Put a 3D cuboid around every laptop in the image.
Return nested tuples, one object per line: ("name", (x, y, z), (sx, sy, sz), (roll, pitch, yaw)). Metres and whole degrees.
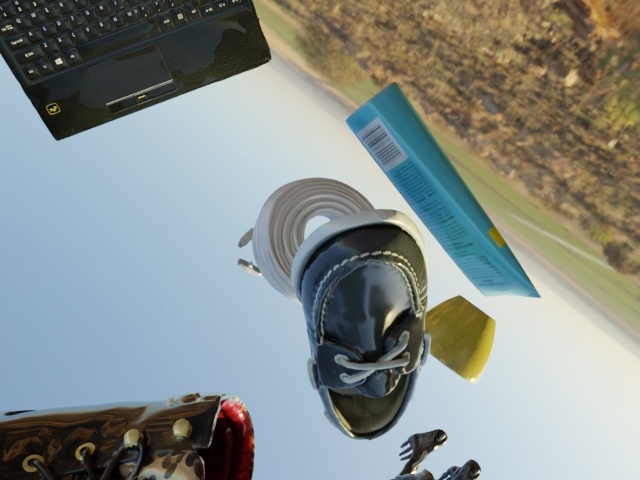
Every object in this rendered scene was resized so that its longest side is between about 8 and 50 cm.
("laptop", (-0.174, -0.200, 0.497), (0.136, 0.234, 0.264), (-113, 3, -50))

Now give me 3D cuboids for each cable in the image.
("cable", (0.000, 0.000, 1.191), (0.257, 0.257, 0.089), (36, 158, -12))

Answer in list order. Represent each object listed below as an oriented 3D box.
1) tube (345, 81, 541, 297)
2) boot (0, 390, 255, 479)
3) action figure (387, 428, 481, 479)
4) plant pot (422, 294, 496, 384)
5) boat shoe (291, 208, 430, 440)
("tube", (0.101, -0.033, 0.520), (0.207, 0.052, 0.080), (54, 169, -6))
("boot", (-0.220, 0.202, 0.475), (0.377, 0.284, 0.138), (37, -133, -82))
("action figure", (0.120, 0.359, 0.794), (0.164, 0.141, 0.276), (38, -157, 14))
("plant pot", (0.213, 0.141, 0.957), (0.134, 0.095, 0.134), (35, -176, -3))
("boat shoe", (0.042, 0.087, 0.518), (0.302, 0.114, 0.091), (76, -179, -58))
